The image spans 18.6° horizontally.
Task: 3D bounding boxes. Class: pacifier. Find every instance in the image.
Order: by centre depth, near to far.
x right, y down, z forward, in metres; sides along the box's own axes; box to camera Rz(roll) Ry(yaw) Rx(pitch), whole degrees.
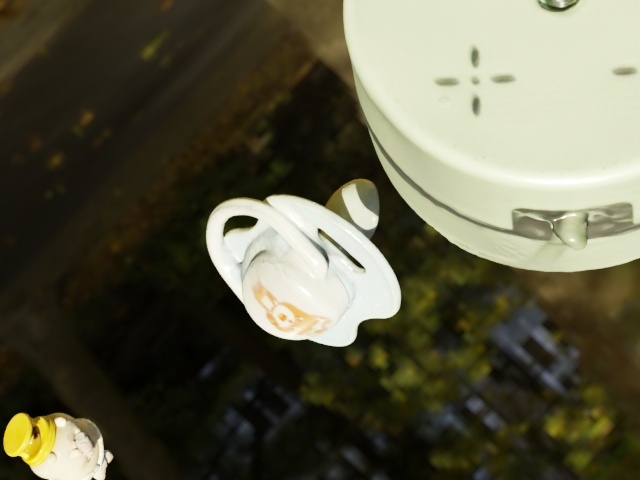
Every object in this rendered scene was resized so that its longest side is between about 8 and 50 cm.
[{"bbox_3d":[0.000,0.000,2.261,0.207,0.227,0.279,-48,-175,-30],"label":"pacifier"}]

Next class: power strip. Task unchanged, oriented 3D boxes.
[{"bbox_3d":[0.189,-0.144,1.528,0.357,0.357,0.161,-47,156,-14],"label":"power strip"}]

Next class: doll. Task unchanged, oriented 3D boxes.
[{"bbox_3d":[-0.259,0.216,2.030,0.084,0.127,0.073,-22,-124,44],"label":"doll"}]
